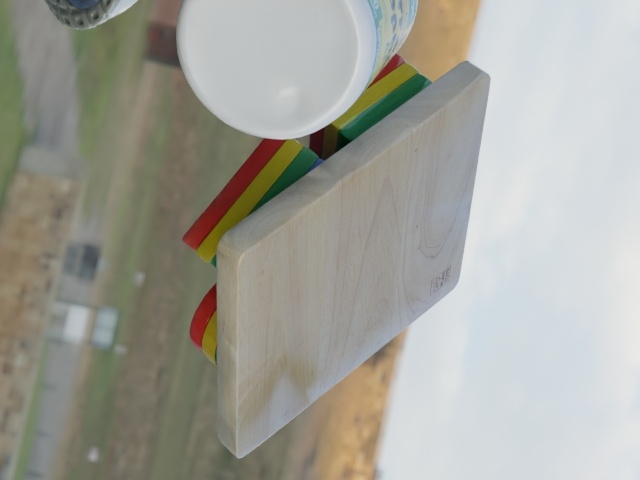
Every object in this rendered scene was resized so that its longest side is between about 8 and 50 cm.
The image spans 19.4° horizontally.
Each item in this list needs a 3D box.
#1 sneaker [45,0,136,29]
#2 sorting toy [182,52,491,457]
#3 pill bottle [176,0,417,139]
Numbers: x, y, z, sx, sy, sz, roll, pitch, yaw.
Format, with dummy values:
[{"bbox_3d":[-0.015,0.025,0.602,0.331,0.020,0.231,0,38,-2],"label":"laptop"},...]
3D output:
[{"bbox_3d":[-0.117,-0.237,1.425,0.297,0.129,0.111,-11,-83,48],"label":"sneaker"},{"bbox_3d":[0.000,0.000,1.428,0.255,0.089,0.257,-37,152,-28],"label":"sorting toy"},{"bbox_3d":[-0.004,-0.144,1.147,0.208,0.117,0.117,-55,162,-67],"label":"pill bottle"}]
